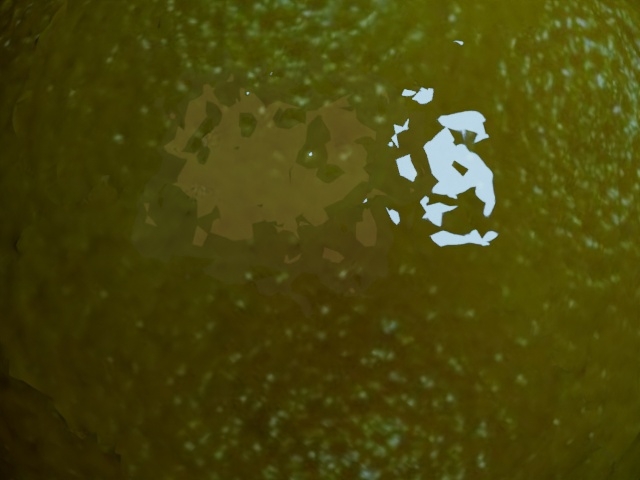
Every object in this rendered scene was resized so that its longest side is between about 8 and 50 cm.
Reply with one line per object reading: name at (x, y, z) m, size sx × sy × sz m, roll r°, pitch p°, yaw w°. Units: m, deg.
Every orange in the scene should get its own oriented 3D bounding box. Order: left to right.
orange at (0.000, 0.000, 0.521) m, size 0.274 × 0.274 × 0.274 m, roll -5°, pitch 68°, yaw 13°
